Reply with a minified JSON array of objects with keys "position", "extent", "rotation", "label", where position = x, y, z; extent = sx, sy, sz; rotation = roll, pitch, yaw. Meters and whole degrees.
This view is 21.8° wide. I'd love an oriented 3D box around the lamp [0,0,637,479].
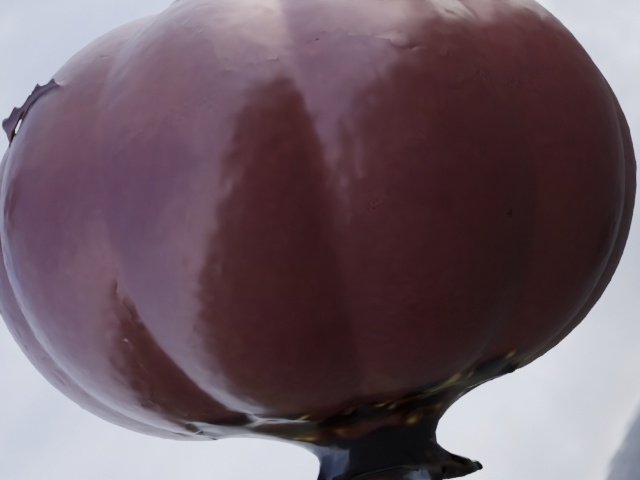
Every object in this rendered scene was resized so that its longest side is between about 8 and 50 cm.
[{"position":[0.000,0.000,0.457],"extent":[0.182,0.182,0.140],"rotation":[-3,-100,-68],"label":"lamp"}]
